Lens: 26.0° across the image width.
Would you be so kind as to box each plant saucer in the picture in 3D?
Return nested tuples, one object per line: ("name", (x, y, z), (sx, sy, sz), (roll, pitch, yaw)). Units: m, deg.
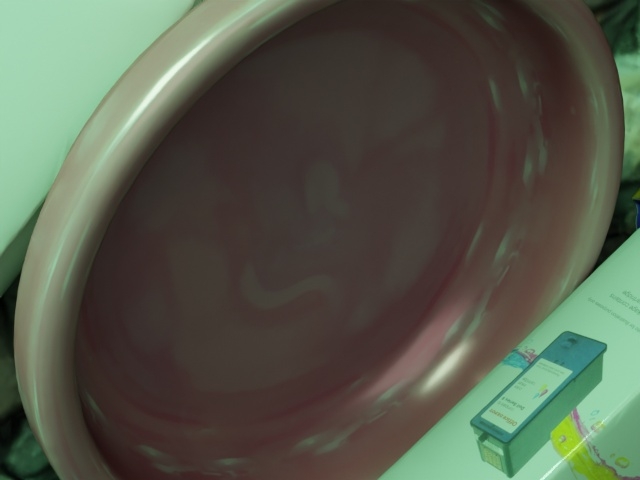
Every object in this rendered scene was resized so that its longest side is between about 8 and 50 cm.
("plant saucer", (0.000, 0.000, 0.677), (0.332, 0.084, 0.332), (-22, 131, -27))

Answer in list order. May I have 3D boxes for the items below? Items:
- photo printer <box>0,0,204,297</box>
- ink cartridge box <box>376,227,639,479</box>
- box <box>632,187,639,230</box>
("photo printer", (-0.233, -0.081, 0.669), (0.256, 0.107, 0.307), (38, 104, -11))
("ink cartridge box", (0.157, 0.123, 0.741), (0.212, 0.093, 0.154), (-42, 122, -5))
("box", (0.247, -0.038, 0.813), (0.081, 0.028, 0.136), (40, 83, -6))
